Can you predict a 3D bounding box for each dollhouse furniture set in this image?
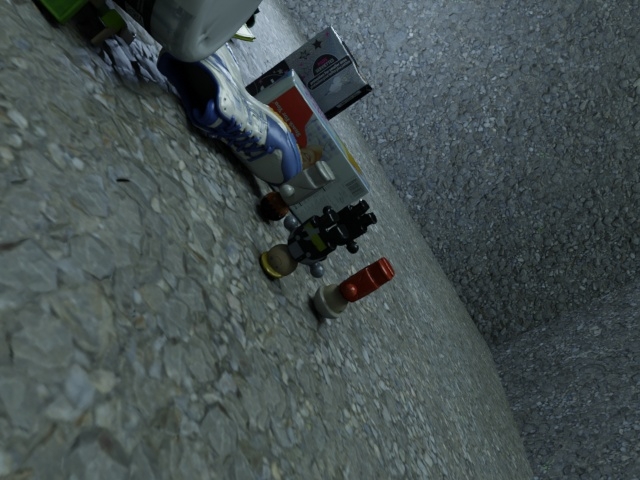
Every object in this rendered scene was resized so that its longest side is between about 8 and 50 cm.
[{"bbox_3d":[-0.289,-0.281,0.626,0.076,0.058,0.151,49,-2,-12],"label":"dollhouse furniture set"}]

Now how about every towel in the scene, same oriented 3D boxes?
[{"bbox_3d":[-0.236,-0.553,1.246,0.102,0.021,0.237,59,21,-5],"label":"towel"}]

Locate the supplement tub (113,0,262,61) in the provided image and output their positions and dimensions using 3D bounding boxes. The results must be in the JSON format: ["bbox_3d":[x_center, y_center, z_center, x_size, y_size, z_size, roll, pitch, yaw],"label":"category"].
[{"bbox_3d":[-0.232,-0.413,0.627,0.338,0.207,0.207,42,18,-7],"label":"supplement tub"}]

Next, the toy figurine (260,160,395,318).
[{"bbox_3d":[0.000,0.000,0.820,0.209,0.148,0.213,38,28,-41],"label":"toy figurine"}]

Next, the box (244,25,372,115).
[{"bbox_3d":[-0.034,-0.316,1.069,0.142,0.247,0.163,57,15,-5],"label":"box"}]

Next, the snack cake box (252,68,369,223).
[{"bbox_3d":[-0.039,-0.167,0.964,0.264,0.152,0.089,52,17,-30],"label":"snack cake box"}]

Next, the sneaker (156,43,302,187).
[{"bbox_3d":[-0.147,-0.188,0.800,0.296,0.111,0.131,51,33,-19],"label":"sneaker"}]

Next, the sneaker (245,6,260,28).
[{"bbox_3d":[-0.255,-0.702,1.369,0.256,0.094,0.151,40,29,-48],"label":"sneaker"}]
